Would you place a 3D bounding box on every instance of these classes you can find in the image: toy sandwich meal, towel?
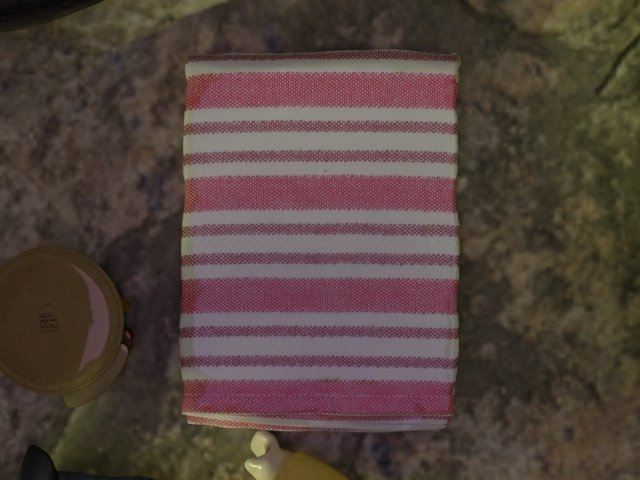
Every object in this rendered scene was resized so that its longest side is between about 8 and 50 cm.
[{"bbox_3d":[-0.136,0.043,0.866,0.085,0.029,0.085,0,92,8],"label":"toy sandwich meal"},{"bbox_3d":[0.000,0.000,0.855,0.144,0.029,0.197,1,92,3],"label":"towel"}]

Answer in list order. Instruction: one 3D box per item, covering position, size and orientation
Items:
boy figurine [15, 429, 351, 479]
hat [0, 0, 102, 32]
[{"bbox_3d":[-0.023,0.180,0.826,0.285,0.092,0.177,15,56,-8],"label":"boy figurine"},{"bbox_3d":[-0.185,-0.241,0.757,0.331,0.134,0.331,-2,100,-11],"label":"hat"}]
